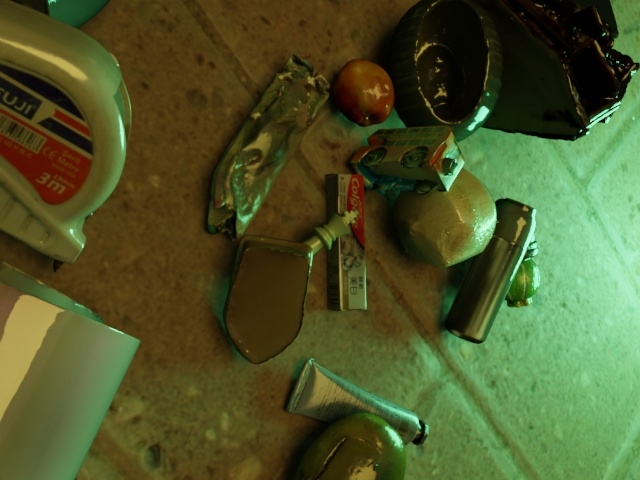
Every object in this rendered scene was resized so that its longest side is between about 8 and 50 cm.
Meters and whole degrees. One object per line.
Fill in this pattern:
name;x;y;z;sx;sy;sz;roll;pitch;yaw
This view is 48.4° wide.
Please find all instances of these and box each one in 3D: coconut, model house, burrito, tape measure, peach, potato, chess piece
coconut;0.199;-0.033;1.173;0.162;0.161;0.161;-20;98;-29
model house;0.419;-0.352;1.266;0.282;0.317;0.297;-24;112;-28
burrito;-0.084;-0.142;1.052;0.096;0.066;0.309;37;71;-28
tape measure;-0.342;-0.126;0.806;0.258;0.130;0.265;32;112;-25
peach;0.070;-0.238;1.141;0.100;0.100;0.101;2;86;-32
potato;0.038;0.375;1.047;0.169;0.143;0.248;33;76;-35
chess piece;0.000;0.000;1.078;0.149;0.059;0.059;-36;107;-11

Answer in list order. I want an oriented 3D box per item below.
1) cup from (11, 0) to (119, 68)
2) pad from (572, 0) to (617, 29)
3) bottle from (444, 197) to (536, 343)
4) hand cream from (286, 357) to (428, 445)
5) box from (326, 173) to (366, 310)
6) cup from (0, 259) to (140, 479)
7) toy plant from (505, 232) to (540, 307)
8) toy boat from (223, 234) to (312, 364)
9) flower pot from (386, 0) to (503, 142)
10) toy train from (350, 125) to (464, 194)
cup;-0.322;-0.336;0.862;0.173;0.167;0.300;-47;130;-39
pad;0.444;-0.579;1.436;0.375;0.063;0.315;12;64;-37
bottle;0.291;0.050;1.236;0.079;0.096;0.254;14;101;-50
hand cream;0.066;0.268;1.130;0.256;0.055;0.088;27;84;-26
box;0.041;0.003;1.137;0.055;0.039;0.218;2;86;-31
cup;-0.368;0.206;0.740;0.253;0.253;0.372;28;75;-28
toy plant;0.355;0.042;1.306;0.092;0.092;0.163;-8;91;-33
toy boat;-0.077;0.092;1.011;0.116;0.061;0.188;10;98;-7
flower pot;0.204;-0.281;1.176;0.189;0.157;0.243;3;92;2
toy train;0.142;-0.126;1.126;0.099;0.188;0.072;-53;128;-30
